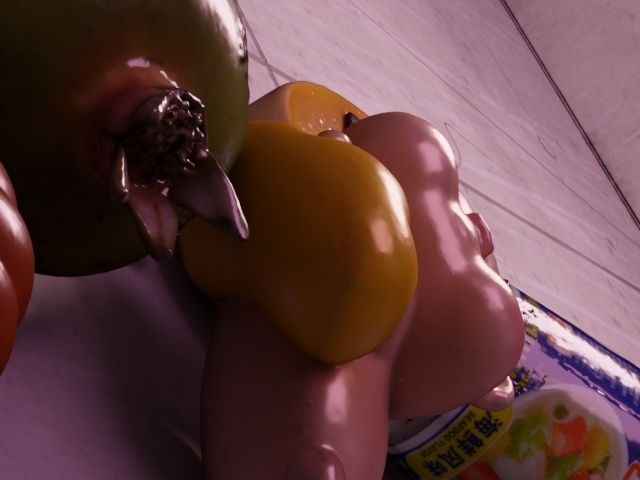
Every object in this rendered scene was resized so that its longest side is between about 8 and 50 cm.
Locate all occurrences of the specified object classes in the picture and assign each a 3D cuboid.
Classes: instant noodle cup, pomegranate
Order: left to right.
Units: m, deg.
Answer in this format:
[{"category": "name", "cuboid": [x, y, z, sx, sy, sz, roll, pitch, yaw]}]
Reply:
[{"category": "pomegranate", "cuboid": [-0.154, -0.119, 1.184, 0.290, 0.323, 0.291, 0, 90, -42]}, {"category": "instant noodle cup", "cuboid": [0.218, 0.198, 1.649, 0.312, 0.284, 0.284, 39, 21, -14]}]

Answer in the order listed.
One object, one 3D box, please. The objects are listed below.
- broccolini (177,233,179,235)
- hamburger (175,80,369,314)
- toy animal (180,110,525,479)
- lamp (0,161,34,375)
[{"category": "broccolini", "cuboid": [-0.196, -0.083, 1.496, 0.239, 0.051, 0.054, 52, 23, 22]}, {"category": "hamburger", "cuboid": [0.000, 0.000, 1.571, 0.300, 0.176, 0.300, 39, 21, -18]}, {"category": "toy animal", "cuboid": [0.048, 0.060, 1.294, 0.246, 0.277, 0.345, 3, 70, -25]}, {"category": "lamp", "cuboid": [-0.259, 0.013, 0.923, 0.223, 0.196, 0.223, 9, 48, -11]}]
